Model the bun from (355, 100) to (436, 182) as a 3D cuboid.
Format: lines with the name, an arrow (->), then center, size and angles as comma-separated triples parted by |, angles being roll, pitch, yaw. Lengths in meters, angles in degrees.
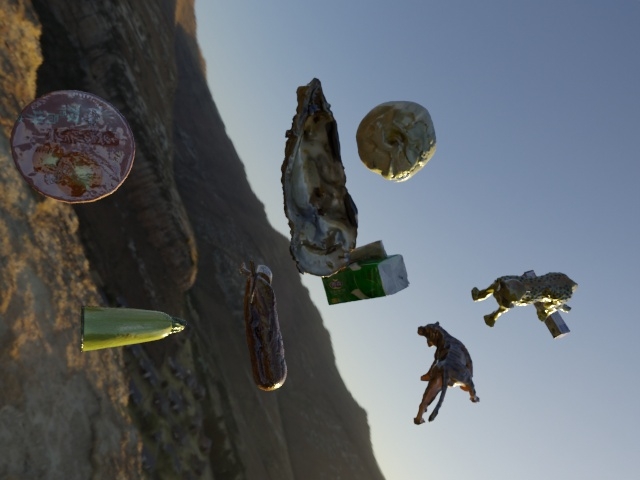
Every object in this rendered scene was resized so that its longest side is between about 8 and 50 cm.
bun -> 0.216, -0.287, 1.518 | 0.239, 0.239, 0.141 | 66, 18, -4

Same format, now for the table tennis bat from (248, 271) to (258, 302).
table tennis bat -> -0.153, 0.110, 1.202 | 0.050, 0.007, 0.083 | -91, -165, -55

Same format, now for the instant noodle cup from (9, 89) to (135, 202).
instant noodle cup -> -0.559, -0.201, 1.217 | 0.242, 0.243, 0.231 | 67, -17, -9

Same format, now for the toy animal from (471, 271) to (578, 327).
toy animal -> 0.339, 0.085, 0.821 | 0.136, 0.182, 0.073 | 109, -20, -64

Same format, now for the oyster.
oyster -> -0.004, -0.098, 0.893 | 0.078, 0.129, 0.344 | -116, -160, -70

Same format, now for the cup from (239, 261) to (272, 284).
cup -> -0.200, 0.116, 1.609 | 0.099, 0.102, 0.074 | -101, -158, -79

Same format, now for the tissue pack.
tissue pack -> 0.125, 0.091, 1.538 | 0.209, 0.148, 0.156 | -15, -92, 39

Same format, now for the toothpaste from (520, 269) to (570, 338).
toothpaste -> 0.622, 0.176, 1.460 | 0.047, 0.040, 0.196 | 106, -35, -60

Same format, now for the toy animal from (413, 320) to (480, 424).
toy animal -> 0.224, 0.242, 0.931 | 0.255, 0.114, 0.116 | -44, 131, -71

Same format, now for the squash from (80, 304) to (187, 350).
squash -> -0.392, 0.181, 1.112 | 0.094, 0.225, 0.094 | -7, -98, 59

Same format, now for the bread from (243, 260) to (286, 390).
bread -> -0.148, 0.221, 1.367 | 0.124, 0.084, 0.343 | -23, 106, -87
